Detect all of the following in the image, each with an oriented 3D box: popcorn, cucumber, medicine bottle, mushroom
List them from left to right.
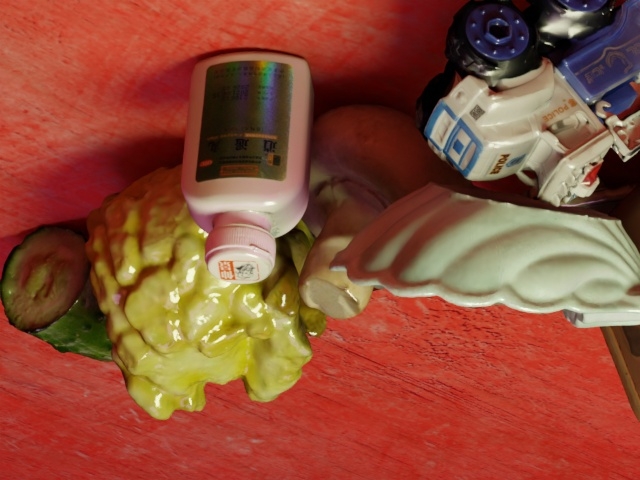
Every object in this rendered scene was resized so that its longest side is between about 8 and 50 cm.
[{"bbox_3d":[-0.254,0.083,1.904,0.134,0.134,0.244,-13,149,28],"label":"cucumber"},{"bbox_3d":[-0.112,0.048,1.695,0.237,0.293,0.293,-20,147,5],"label":"popcorn"},{"bbox_3d":[-0.068,-0.069,1.505,0.115,0.219,0.078,0,150,6],"label":"medicine bottle"},{"bbox_3d":[0.052,-0.020,1.586,0.206,0.209,0.206,23,177,1],"label":"mushroom"}]

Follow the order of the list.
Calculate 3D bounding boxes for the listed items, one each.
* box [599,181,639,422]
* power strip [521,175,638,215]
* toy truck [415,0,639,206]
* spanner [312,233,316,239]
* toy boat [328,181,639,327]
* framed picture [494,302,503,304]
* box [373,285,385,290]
[{"bbox_3d":[0.454,0.020,1.507,0.339,0.239,0.229,-6,151,-23],"label":"box"},{"bbox_3d":[0.262,-0.028,1.687,0.198,0.064,0.213,-10,159,19],"label":"power strip"},{"bbox_3d":[0.198,-0.122,1.385,0.213,0.177,0.161,-32,164,-22],"label":"toy truck"},{"bbox_3d":[0.000,0.000,1.813,0.093,0.026,0.325,21,148,-31],"label":"spanner"},{"bbox_3d":[0.157,0.010,1.411,0.290,0.100,0.199,11,-172,-7],"label":"toy boat"},{"bbox_3d":[0.327,0.029,1.738,0.324,0.020,0.240,2,160,-18],"label":"framed picture"},{"bbox_3d":[0.073,0.026,1.805,0.177,0.036,0.115,-13,162,20],"label":"box"}]
